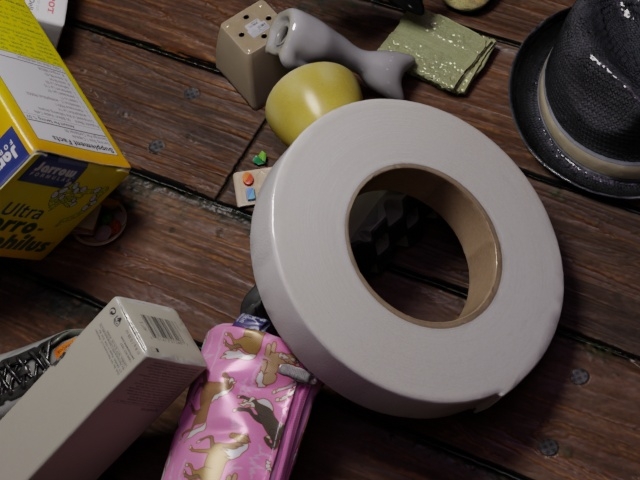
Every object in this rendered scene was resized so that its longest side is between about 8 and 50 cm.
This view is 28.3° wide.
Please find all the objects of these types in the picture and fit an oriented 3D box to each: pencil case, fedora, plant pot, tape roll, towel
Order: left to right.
[{"bbox_3d":[-0.105,0.282,1.424,0.160,0.167,0.386,18,62,-1],"label":"pencil case"},{"bbox_3d":[-0.085,-0.272,1.797,0.109,0.096,0.109,-33,60,-13],"label":"plant pot"},{"bbox_3d":[0.004,-0.155,1.681,0.134,0.134,0.095,-20,47,-5],"label":"plant pot"},{"bbox_3d":[0.108,0.018,1.500,0.392,0.072,0.392,11,63,-22],"label":"tape roll"},{"bbox_3d":[0.164,-0.269,1.803,0.148,0.027,0.110,28,67,21],"label":"towel"},{"bbox_3d":[0.401,-0.223,1.670,0.334,0.152,0.334,-4,58,6],"label":"fedora"}]

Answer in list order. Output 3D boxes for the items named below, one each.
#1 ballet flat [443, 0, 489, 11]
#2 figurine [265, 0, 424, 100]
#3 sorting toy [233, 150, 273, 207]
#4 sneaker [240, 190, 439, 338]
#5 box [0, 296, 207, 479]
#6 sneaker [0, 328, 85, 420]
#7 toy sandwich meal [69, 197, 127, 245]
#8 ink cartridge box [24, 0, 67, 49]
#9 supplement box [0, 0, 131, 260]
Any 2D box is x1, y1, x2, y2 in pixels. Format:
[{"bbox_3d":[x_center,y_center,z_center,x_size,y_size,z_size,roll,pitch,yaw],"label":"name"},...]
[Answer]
[{"bbox_3d":[0.229,-0.501,1.885,0.123,0.123,0.348,7,60,12],"label":"ballet flat"},{"bbox_3d":[0.048,-0.309,1.741,0.209,0.092,0.214,16,81,-23],"label":"figurine"},{"bbox_3d":[-0.089,-0.085,1.732,0.062,0.012,0.083,-11,58,1],"label":"sorting toy"},{"bbox_3d":[0.000,0.000,1.612,0.146,0.122,0.330,33,56,31],"label":"sneaker"},{"bbox_3d":[-0.265,0.193,1.456,0.275,0.113,0.094,-44,58,17],"label":"box"},{"bbox_3d":[-0.338,0.157,1.540,0.272,0.108,0.100,-14,61,-12],"label":"sneaker"},{"bbox_3d":[-0.304,-0.031,1.717,0.086,0.029,0.085,-3,58,6],"label":"toy sandwich meal"},{"bbox_3d":[-0.479,-0.372,1.865,0.212,0.093,0.154,13,57,-19],"label":"ink cartridge box"},{"bbox_3d":[-0.448,-0.173,1.660,0.195,0.194,0.356,-42,68,19],"label":"supplement box"}]
